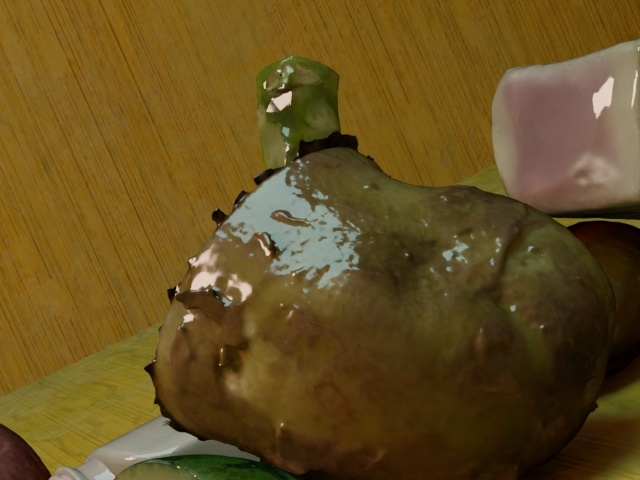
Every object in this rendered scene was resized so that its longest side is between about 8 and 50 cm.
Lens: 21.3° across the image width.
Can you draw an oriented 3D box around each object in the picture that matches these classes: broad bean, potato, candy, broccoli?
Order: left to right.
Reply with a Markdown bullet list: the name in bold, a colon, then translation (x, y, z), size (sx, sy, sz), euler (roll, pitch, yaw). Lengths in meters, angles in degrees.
- **broccoli**: translation (0.008, -0.005, 1.683), size (0.221, 0.361, 0.252), euler (6, -3, -29)
- **potato**: translation (0.069, 0.088, 1.224), size (0.237, 0.301, 0.288), euler (33, 86, 45)
- **broad bean**: translation (0.220, 0.051, 1.453), size (0.156, 0.122, 0.228), euler (-20, 3, 17)
- **candy**: translation (0.353, -0.090, 1.489), size (0.359, 0.145, 0.208), euler (1, -3, -26)

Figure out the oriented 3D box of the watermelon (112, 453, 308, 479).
- **watermelon**: translation (-0.064, 0.205, 1.197), size (0.146, 0.128, 0.231), euler (-13, -8, -35)

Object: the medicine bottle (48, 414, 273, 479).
- **medicine bottle**: translation (-0.087, 0.188, 1.430), size (0.324, 0.124, 0.179), euler (-28, 0, -24)

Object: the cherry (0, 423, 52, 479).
- **cherry**: translation (-0.352, 0.244, 1.556), size (0.239, 0.206, 0.239), euler (-22, -7, -3)
